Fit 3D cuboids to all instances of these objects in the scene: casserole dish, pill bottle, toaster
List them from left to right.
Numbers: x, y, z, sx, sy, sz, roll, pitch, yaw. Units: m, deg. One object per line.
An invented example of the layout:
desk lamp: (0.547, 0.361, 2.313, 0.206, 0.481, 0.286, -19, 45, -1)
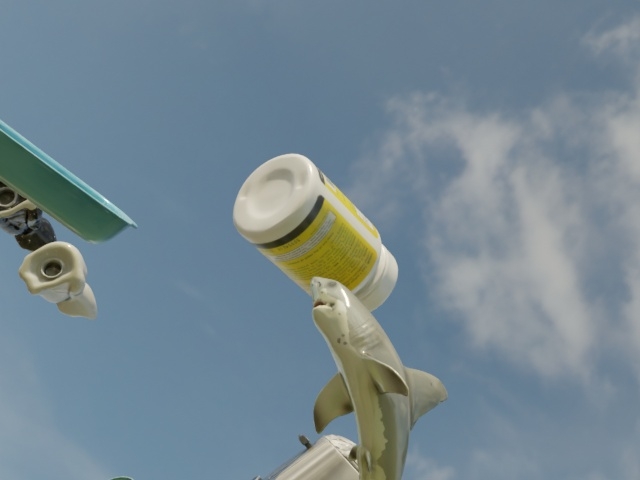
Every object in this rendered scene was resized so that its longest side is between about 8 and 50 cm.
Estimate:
casserole dish: (-0.235, -0.055, 0.874, 0.188, 0.037, 0.114, 39, -3, -23)
pill bottle: (0.000, 0.000, 1.281, 0.119, 0.119, 0.208, -9, -38, 36)
toaster: (0.027, 0.328, 1.202, 0.227, 0.146, 0.129, 48, -9, 1)

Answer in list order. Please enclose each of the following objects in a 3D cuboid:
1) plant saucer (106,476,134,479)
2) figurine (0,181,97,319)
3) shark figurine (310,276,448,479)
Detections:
plant saucer: (-0.332, 0.413, 1.631, 0.119, 0.119, 0.021, -9, -61, 36)
figurine: (-0.416, 0.022, 1.620, 0.215, 0.092, 0.209, 55, -10, 15)
shark figurine: (0.066, 0.177, 0.989, 0.166, 0.116, 0.278, 15, -69, 53)
